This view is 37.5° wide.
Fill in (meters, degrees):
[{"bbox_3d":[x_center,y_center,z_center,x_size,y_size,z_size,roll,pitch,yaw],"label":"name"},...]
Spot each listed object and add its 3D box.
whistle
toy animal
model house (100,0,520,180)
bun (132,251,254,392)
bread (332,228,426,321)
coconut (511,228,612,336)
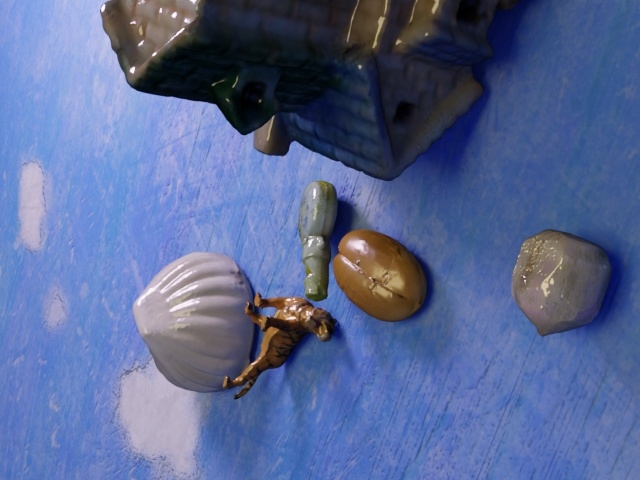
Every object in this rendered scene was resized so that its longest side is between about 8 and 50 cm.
[{"bbox_3d":[0.000,0.000,1.449,0.104,0.057,0.198,121,151,-57],"label":"whistle"},{"bbox_3d":[-0.079,0.173,1.541,0.255,0.116,0.114,-55,24,39],"label":"toy animal"},{"bbox_3d":[-0.012,-0.278,1.217,0.395,0.446,0.399,34,110,45],"label":"model house"},{"bbox_3d":[-0.250,0.144,1.679,0.263,0.175,0.263,-10,77,51],"label":"bun"},{"bbox_3d":[0.076,0.048,1.365,0.189,0.077,0.114,35,117,44],"label":"bread"},{"bbox_3d":[0.274,0.052,1.096,0.110,0.110,0.124,28,101,49],"label":"coconut"}]
